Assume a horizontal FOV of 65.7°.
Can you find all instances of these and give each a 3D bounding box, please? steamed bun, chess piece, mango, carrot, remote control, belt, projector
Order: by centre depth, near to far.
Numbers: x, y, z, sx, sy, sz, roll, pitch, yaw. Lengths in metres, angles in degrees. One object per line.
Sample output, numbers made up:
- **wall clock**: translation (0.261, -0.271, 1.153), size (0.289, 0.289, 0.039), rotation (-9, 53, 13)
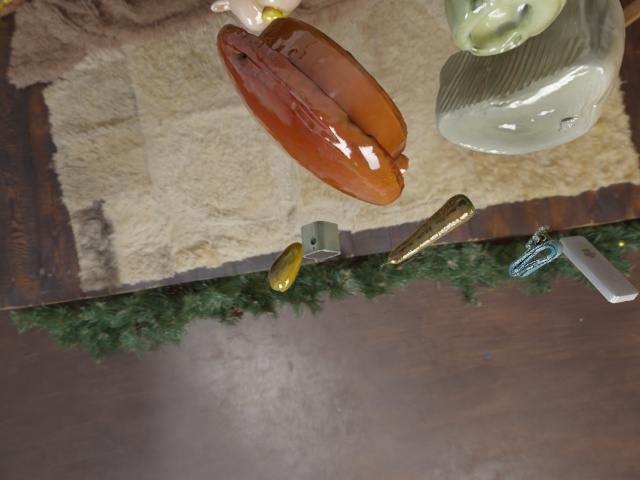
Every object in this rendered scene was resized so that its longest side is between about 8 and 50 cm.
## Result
- **chess piece**: translation (0.231, -0.529, 0.785), size (0.234, 0.234, 0.441), rotation (-13, 76, 0)
- **steamed bun**: translation (0.440, -0.319, 1.023), size (0.236, 0.384, 0.246), rotation (25, 67, -30)
- **projector**: translation (0.000, 0.000, 1.315), size (0.083, 0.083, 0.082), rotation (-20, 69, 42)
- **carrot**: translation (0.280, -0.016, 1.332), size (0.298, 0.078, 0.078), rotation (-37, 85, 8)
- **remote control**: translation (0.822, 0.080, 1.480), size (0.103, 0.034, 0.250), rotation (-6, 45, -21)
- **mango**: translation (-0.100, 0.076, 1.485), size (0.076, 0.103, 0.161), rotation (30, 84, -16)
- **belt**: translation (0.647, 0.043, 1.520), size (0.065, 0.179, 0.100), rotation (-10, 62, -42)

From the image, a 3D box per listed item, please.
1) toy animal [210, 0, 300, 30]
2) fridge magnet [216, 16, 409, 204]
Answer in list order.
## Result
- **toy animal**: translation (-0.126, -0.590, 1.179), size (0.165, 0.248, 0.149), rotation (-50, 127, -29)
- **fridge magnet**: translation (-0.007, -0.195, 0.766), size (0.364, 0.363, 0.155), rotation (42, 92, 5)
